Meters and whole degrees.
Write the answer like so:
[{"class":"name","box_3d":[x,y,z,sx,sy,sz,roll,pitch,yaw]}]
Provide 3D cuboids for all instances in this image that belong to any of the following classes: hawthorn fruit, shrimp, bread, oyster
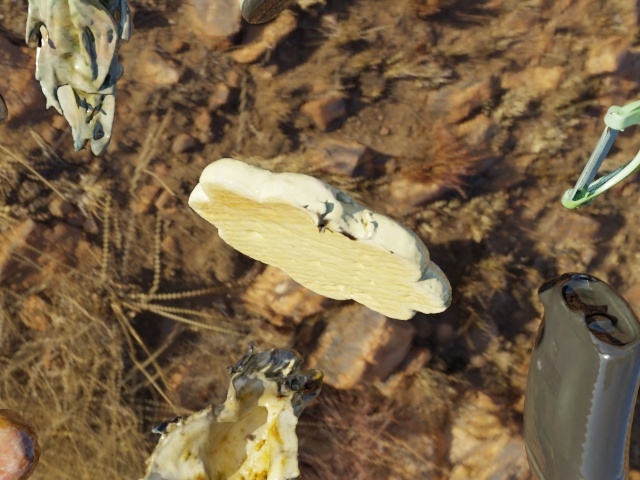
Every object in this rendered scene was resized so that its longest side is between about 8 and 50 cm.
[{"class":"hawthorn fruit","box_3d":[-0.276,0.176,0.827,0.103,0.067,0.067,-23,115,-23]},{"class":"shrimp","box_3d":[-0.215,-0.176,0.753,0.360,0.085,0.247,89,27,-54]},{"class":"bread","box_3d":[0.000,0.000,1.118,0.316,0.316,0.054,34,72,-32]},{"class":"oyster","box_3d":[-0.106,0.254,1.322,0.133,0.197,0.337,104,9,-48]}]

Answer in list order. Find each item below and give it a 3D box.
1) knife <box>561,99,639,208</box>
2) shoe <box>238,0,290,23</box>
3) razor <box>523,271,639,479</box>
[{"class":"knife","box_3d":[0.188,-0.066,0.515,0.166,0.022,0.078,-29,159,-26]},{"class":"shoe","box_3d":[-0.066,-0.339,1.207,0.114,0.291,0.137,-36,99,19]},{"class":"razor","box_3d":[0.350,0.224,1.401,0.113,0.204,0.349,-10,122,-10]}]
